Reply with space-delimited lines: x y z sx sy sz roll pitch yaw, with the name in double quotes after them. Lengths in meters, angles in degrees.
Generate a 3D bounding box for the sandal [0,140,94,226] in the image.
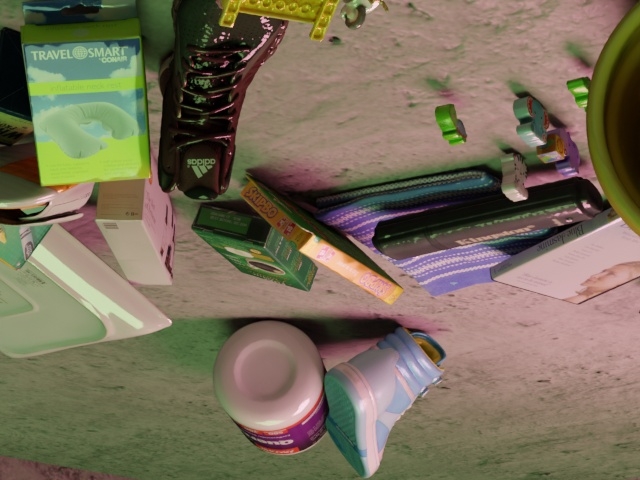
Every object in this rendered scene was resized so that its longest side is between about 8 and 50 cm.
-0.274 -0.056 1.387 0.102 0.076 0.265 23 -155 19 "sandal"

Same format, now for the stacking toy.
0.239 -0.112 1.420 0.167 0.052 0.221 -12 154 30 "stacking toy"

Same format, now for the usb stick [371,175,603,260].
0.194 -0.023 1.600 0.278 0.045 0.077 -13 153 28 "usb stick"

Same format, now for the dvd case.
0.370 0.017 1.742 0.180 0.022 0.253 16 147 -37 "dvd case"

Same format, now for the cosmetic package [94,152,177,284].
-0.218 -0.028 1.632 0.060 0.099 0.239 -1 161 2 "cosmetic package"

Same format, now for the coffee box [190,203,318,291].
-0.083 0.010 1.765 0.113 0.040 0.184 14 165 24 "coffee box"

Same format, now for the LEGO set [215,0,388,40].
-0.067 -0.252 1.037 0.132 0.107 0.287 -46 135 17 "LEGO set"

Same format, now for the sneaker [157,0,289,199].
-0.094 -0.125 1.242 0.106 0.163 0.281 6 160 -10 "sneaker"

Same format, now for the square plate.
-0.423 0.049 1.763 0.344 0.049 0.347 -12 136 41 "square plate"

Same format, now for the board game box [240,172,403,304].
0.000 0.000 1.672 0.124 0.039 0.259 43 -176 35 "board game box"

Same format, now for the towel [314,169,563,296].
0.175 -0.003 1.743 0.243 0.040 0.336 -10 157 30 "towel"

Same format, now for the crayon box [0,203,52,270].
-0.412 -0.080 1.420 0.165 0.081 0.278 31 171 23 "crayon box"

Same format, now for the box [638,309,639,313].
0.535 0.099 1.839 0.153 0.108 0.207 -13 159 -1 "box"

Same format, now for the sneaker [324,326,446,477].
0.119 0.264 2.236 0.208 0.127 0.319 -33 154 -18 "sneaker"

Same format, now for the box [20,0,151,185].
-0.216 -0.137 1.255 0.109 0.042 0.178 -5 128 -7 "box"

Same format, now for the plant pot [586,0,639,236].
0.364 -0.095 1.195 0.254 0.254 0.239 -2 176 12 "plant pot"

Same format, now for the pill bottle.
-0.070 0.261 2.299 0.181 0.182 0.323 0 160 7 "pill bottle"

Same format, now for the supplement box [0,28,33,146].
-0.307 -0.148 1.321 0.056 0.083 0.083 17 157 -32 "supplement box"
